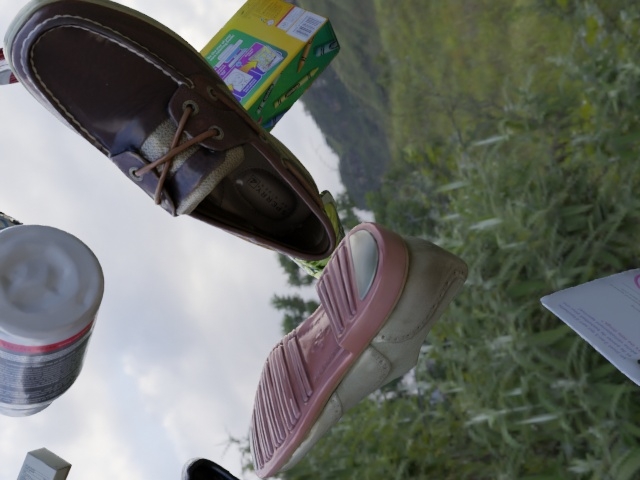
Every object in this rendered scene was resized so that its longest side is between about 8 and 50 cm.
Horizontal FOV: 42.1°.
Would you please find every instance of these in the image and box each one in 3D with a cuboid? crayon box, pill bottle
[{"bbox_3d":[-0.120,-0.267,1.355,0.278,0.165,0.081,-51,-32,-14],"label":"crayon box"},{"bbox_3d":[-0.417,0.132,1.183,0.318,0.177,0.176,122,153,-50],"label":"pill bottle"}]

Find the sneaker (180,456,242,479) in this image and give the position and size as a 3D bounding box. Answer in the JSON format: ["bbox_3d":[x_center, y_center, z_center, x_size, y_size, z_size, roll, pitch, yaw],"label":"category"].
[{"bbox_3d":[-0.122,0.472,1.340,0.302,0.108,0.121,41,157,16],"label":"sneaker"}]

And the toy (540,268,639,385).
[{"bbox_3d":[0.243,0.060,0.435,0.137,0.237,0.056,44,138,47],"label":"toy"}]

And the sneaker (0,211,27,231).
[{"bbox_3d":[-0.662,-0.020,1.620,0.237,0.085,0.086,16,-84,-52],"label":"sneaker"}]

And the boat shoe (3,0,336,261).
[{"bbox_3d":[-0.110,-0.081,0.719,0.342,0.123,0.123,40,-172,-37],"label":"boat shoe"}]

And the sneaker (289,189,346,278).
[{"bbox_3d":[0.000,0.000,1.648,0.147,0.145,0.385,57,-173,5],"label":"sneaker"}]

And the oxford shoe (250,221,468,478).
[{"bbox_3d":[0.034,0.156,0.980,0.147,0.397,0.140,12,-140,-27],"label":"oxford shoe"}]

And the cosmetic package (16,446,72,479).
[{"bbox_3d":[-0.420,0.372,1.229,0.115,0.060,0.041,-65,-18,6],"label":"cosmetic package"}]

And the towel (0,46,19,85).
[{"bbox_3d":[-0.564,-0.332,1.570,0.329,0.237,0.037,-22,-83,-35],"label":"towel"}]
